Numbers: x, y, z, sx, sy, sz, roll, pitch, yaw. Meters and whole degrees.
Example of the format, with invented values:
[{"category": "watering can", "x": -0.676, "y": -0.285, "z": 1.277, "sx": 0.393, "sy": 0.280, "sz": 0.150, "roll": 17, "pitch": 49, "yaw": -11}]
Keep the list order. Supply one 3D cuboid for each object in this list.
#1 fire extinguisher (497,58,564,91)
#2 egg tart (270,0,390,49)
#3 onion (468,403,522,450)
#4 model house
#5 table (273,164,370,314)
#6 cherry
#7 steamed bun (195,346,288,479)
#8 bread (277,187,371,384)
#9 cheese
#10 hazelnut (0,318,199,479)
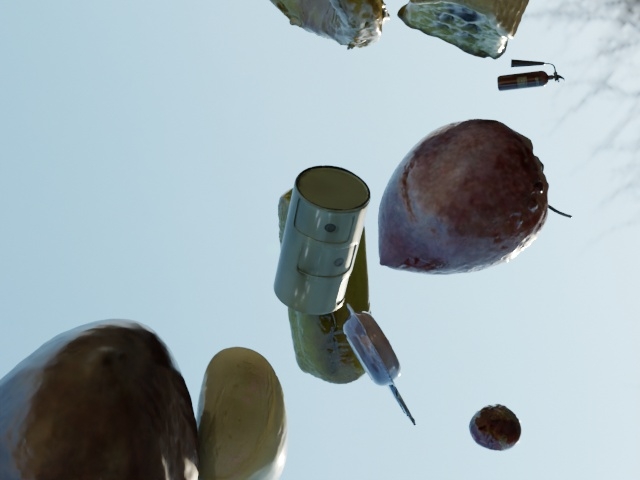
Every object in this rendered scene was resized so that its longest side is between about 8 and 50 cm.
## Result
[{"category": "fire extinguisher", "x": 0.313, "y": -0.251, "z": 2.081, "sx": 0.032, "sy": 0.100, "sz": 0.046, "roll": -7, "pitch": -90, "yaw": -76}, {"category": "egg tart", "x": -0.036, "y": -0.427, "z": 1.864, "sx": 0.388, "sy": 0.169, "sz": 0.388, "roll": 42, "pitch": 175, "yaw": 4}, {"category": "onion", "x": 0.346, "y": 0.375, "z": 2.770, "sx": 0.107, "sy": 0.097, "sz": 0.107, "roll": 1, "pitch": -147, "yaw": 0}, {"category": "model house", "x": 0.210, "y": -0.377, "z": 1.886, "sx": 0.175, "sy": 0.193, "sz": 0.234, "roll": 22, "pitch": 177, "yaw": 5}, {"category": "table", "x": 0.000, "y": 0.000, "z": 2.299, "sx": 0.126, "sy": 0.220, "sz": 0.126, "roll": 9, "pitch": -143, "yaw": -7}, {"category": "cherry", "x": 0.172, "y": -0.044, "z": 1.749, "sx": 0.192, "sy": 0.250, "sz": 0.175, "roll": 53, "pitch": 170, "yaw": 8}, {"category": "steamed bun", "x": -0.127, "y": 0.310, "z": 2.269, "sx": 0.155, "sy": 0.200, "sz": 0.250, "roll": 4, "pitch": -122, "yaw": -2}, {"category": "bread", "x": 0.005, "y": 0.081, "z": 2.512, "sx": 0.166, "sy": 0.383, "sz": 0.112, "roll": 5, "pitch": -159, "yaw": 29}, {"category": "cheese", "x": 0.090, "y": 0.185, "z": 2.153, "sx": 0.135, "sy": 0.052, "sz": 0.244, "roll": 57, "pitch": 176, "yaw": 46}, {"category": "hazelnut", "x": -0.348, "y": 0.309, "z": 2.034, "sx": 0.353, "sy": 0.421, "sz": 0.421, "roll": 18, "pitch": -159, "yaw": 17}]
